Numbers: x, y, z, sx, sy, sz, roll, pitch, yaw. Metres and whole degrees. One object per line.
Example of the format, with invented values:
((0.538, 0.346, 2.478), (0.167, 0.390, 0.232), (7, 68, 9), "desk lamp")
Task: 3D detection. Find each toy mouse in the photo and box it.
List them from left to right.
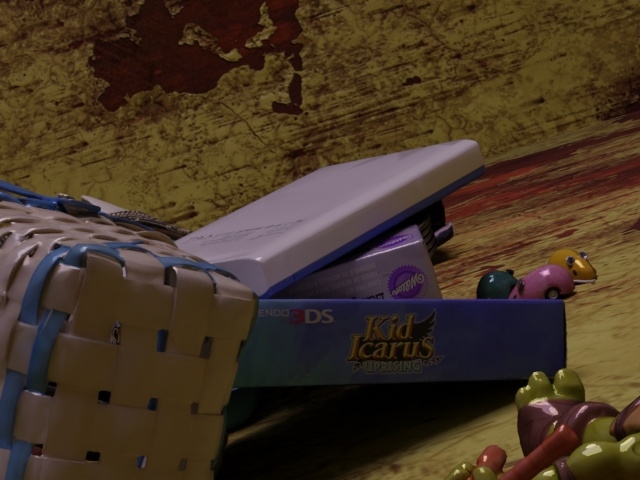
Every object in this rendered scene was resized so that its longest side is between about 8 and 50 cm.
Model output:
((0.190, 0.039, 1.426), (0.143, 0.031, 0.161), (-18, 6, -13), "toy mouse")

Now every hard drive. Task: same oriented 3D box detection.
((-0.022, -0.012, 1.384), (0.210, 0.040, 0.319), (-9, 14, 42), "hard drive")

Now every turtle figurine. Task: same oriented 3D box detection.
((0.178, 0.085, 0.719), (0.270, 0.087, 0.217), (-26, -2, -4), "turtle figurine")

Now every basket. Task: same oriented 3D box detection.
((-0.183, 0.093, 0.922), (0.289, 0.254, 0.201), (11, -2, 44), "basket")

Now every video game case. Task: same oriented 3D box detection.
((-0.001, 0.074, 1.116), (0.270, 0.061, 0.244), (1, -5, -28), "video game case")

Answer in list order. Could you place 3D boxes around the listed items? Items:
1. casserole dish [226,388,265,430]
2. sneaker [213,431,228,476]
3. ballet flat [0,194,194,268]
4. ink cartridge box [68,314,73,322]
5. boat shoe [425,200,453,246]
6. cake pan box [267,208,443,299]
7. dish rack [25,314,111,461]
((-0.099, 0.137, 1.315), (0.114, 0.037, 0.188), (-16, 6, 5), "casserole dish")
((-0.103, 0.137, 1.104), (0.083, 0.084, 0.215), (-14, 3, -20), "sneaker")
((-0.333, 0.019, 1.948), (0.483, 0.182, 0.164), (-5, -49, -47), "ballet flat")
((-0.329, 0.129, 1.744), (0.181, 0.104, 0.061), (-18, 5, -2), "ink cartridge box")
((0.000, 0.000, 1.884), (0.341, 0.127, 0.158), (-18, -2, -14), "boat shoe")
((-0.020, 0.041, 1.406), (0.267, 0.070, 0.246), (-17, 13, 4), "cake pan box")
((-0.273, 0.072, 1.271), (0.208, 0.074, 0.271), (23, 17, -33), "dish rack")
